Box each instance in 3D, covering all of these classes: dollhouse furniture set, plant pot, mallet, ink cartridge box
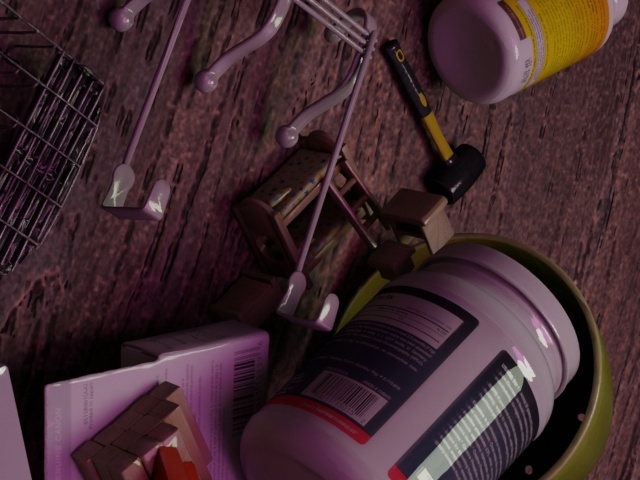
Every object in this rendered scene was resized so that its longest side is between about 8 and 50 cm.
[{"bbox_3d":[0.000,0.000,1.772,0.182,0.161,0.101,-47,129,-29],"label":"dollhouse furniture set"},{"bbox_3d":[0.186,0.165,1.962,0.293,0.275,0.274,36,73,-62],"label":"plant pot"},{"bbox_3d":[0.114,-0.127,1.955,0.062,0.039,0.189,-41,123,-30],"label":"mallet"},{"bbox_3d":[-0.151,0.222,1.660,0.239,0.060,0.275,-10,108,-41],"label":"ink cartridge box"}]

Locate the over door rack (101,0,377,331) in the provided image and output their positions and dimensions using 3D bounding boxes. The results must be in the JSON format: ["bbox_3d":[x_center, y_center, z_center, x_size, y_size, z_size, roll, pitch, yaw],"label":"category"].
[{"bbox_3d":[-0.075,-0.109,1.674,0.239,0.108,0.324,33,56,-40],"label":"over door rack"}]

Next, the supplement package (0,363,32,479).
[{"bbox_3d":[-0.335,0.236,1.491,0.204,0.145,0.261,-28,118,-40],"label":"supplement package"}]

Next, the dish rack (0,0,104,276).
[{"bbox_3d":[-0.291,-0.104,1.509,0.271,0.074,0.208,38,73,-46],"label":"dish rack"}]

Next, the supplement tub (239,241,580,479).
[{"bbox_3d":[0.080,0.148,1.689,0.272,0.191,0.191,-43,128,-29],"label":"supplement tub"}]

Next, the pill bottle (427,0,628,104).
[{"bbox_3d":[0.216,-0.223,1.974,0.215,0.117,0.117,-28,119,-39],"label":"pill bottle"}]

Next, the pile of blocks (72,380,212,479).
[{"bbox_3d":[-0.108,0.305,1.604,0.149,0.113,0.362,-14,111,-41],"label":"pile of blocks"}]
